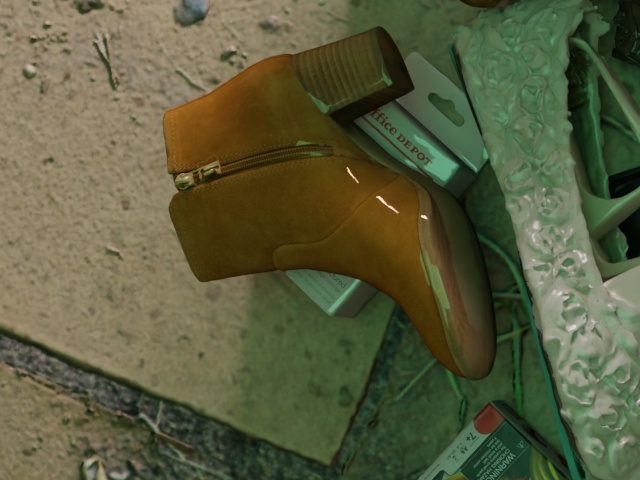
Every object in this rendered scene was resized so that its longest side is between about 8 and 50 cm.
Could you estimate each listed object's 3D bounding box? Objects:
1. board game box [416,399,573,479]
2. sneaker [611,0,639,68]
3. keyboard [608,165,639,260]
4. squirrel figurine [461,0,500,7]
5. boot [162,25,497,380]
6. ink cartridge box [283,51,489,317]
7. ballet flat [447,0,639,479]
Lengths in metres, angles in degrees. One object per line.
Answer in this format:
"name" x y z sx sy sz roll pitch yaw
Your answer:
"board game box" 0.103 0.299 1.535 0.193 0.053 0.305 44 99 15
"sneaker" 0.251 -0.172 1.517 0.071 0.066 0.188 -19 80 16
"keyboard" 0.382 0.004 1.483 0.317 0.033 0.201 -16 75 16
"squirrel figurine" 0.162 -0.369 1.438 0.370 0.281 0.397 9 80 27
"boot" -0.001 -0.001 1.504 0.211 0.104 0.295 -25 74 22
"ink cartridge box" 0.041 -0.049 1.572 0.115 0.067 0.198 43 99 16
"ballet flat" 0.203 -0.005 1.456 0.147 0.147 0.408 -20 73 15
